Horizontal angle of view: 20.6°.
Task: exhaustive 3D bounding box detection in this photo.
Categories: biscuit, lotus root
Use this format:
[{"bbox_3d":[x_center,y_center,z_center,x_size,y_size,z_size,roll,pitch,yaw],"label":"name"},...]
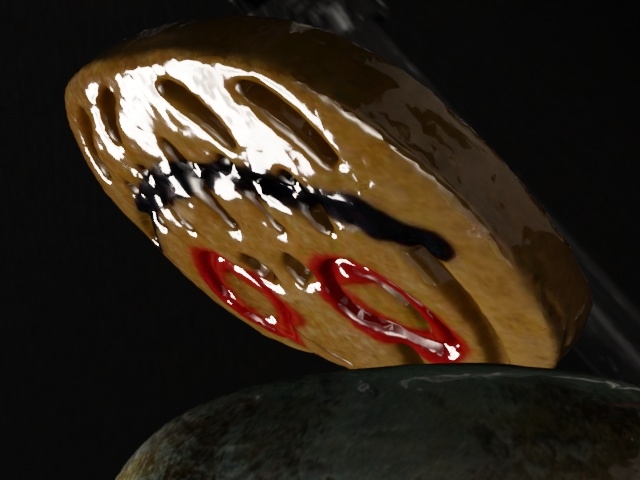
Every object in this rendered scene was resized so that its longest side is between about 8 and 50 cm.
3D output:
[{"bbox_3d":[-0.001,0.001,1.024,0.063,0.367,0.314,-50,-65,-23],"label":"biscuit"},{"bbox_3d":[0.023,0.112,0.694,0.322,0.158,0.140,2,-67,22],"label":"lotus root"}]
